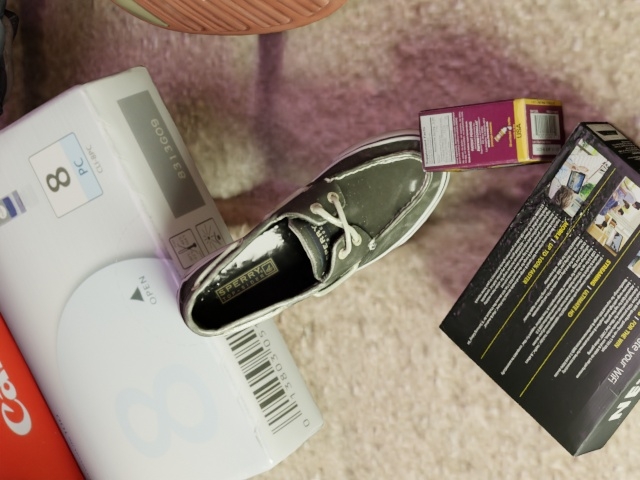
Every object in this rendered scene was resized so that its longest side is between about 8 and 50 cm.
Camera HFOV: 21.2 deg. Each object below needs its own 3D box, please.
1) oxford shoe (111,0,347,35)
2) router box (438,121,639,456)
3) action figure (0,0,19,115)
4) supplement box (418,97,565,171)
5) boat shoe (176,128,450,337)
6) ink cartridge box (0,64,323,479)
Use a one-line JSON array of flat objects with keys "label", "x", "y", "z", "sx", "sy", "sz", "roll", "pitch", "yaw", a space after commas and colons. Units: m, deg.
[{"label": "oxford shoe", "x": -0.007, "y": -0.259, "z": 1.211, "sx": 0.397, "sy": 0.140, "sz": 0.146, "roll": -17, "pitch": 52, "yaw": 40}, {"label": "router box", "x": 0.176, "y": 0.032, "z": 1.118, "sx": 0.133, "sy": 0.046, "sz": 0.179, "roll": 45, "pitch": 117, "yaw": 25}, {"label": "action figure", "x": -0.317, "y": -0.172, "z": 1.267, "sx": 0.178, "sy": 0.341, "sz": 0.330, "roll": 39, "pitch": 128, "yaw": 29}, {"label": "supplement box", "x": 0.115, "y": -0.070, "z": 1.151, "sx": 0.083, "sy": 0.055, "sz": 0.043, "roll": -4, "pitch": 90, "yaw": 37}, {"label": "boat shoe", "x": 0.000, "y": 0.000, "z": 1.174, "sx": 0.219, "sy": 0.070, "sz": 0.078, "roll": -36, "pitch": 97, "yaw": -2}, {"label": "ink cartridge box", "x": -0.222, "y": 0.080, "z": 1.341, "sx": 0.385, "sy": 0.091, "sz": 0.308, "roll": -26, "pitch": 93, "yaw": 32}]
